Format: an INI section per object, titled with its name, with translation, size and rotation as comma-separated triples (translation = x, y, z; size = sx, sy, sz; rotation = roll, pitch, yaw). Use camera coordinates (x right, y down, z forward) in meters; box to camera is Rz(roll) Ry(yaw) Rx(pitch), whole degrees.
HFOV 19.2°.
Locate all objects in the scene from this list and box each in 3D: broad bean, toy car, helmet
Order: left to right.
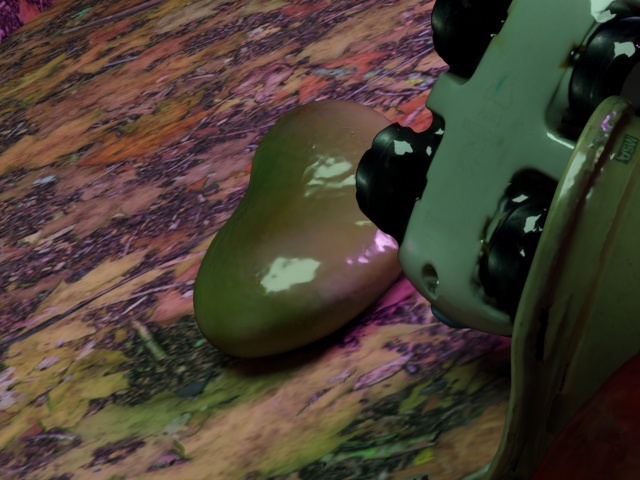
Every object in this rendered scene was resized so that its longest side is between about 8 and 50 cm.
[broad bean]
translation = 0.000, 0.000, 1.471
size = 0.189, 0.121, 0.263
rotation = -8, 39, 30
[toy car]
translation = 0.158, -0.054, 1.207
size = 0.190, 0.255, 0.188
rotation = 15, 11, -41
[helmet]
translation = 0.180, 0.058, 1.007
size = 0.137, 0.257, 0.204
rotation = 21, 47, 13

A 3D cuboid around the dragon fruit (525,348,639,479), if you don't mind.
[dragon fruit]
translation = 0.167, 0.113, 0.789
size = 0.343, 0.100, 0.282
rotation = -47, 22, -2
